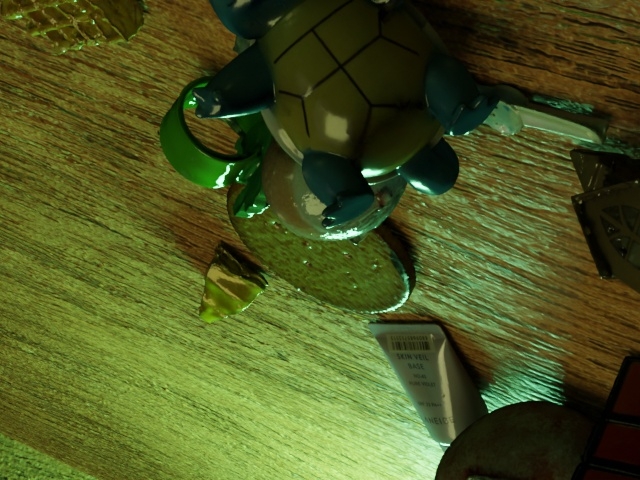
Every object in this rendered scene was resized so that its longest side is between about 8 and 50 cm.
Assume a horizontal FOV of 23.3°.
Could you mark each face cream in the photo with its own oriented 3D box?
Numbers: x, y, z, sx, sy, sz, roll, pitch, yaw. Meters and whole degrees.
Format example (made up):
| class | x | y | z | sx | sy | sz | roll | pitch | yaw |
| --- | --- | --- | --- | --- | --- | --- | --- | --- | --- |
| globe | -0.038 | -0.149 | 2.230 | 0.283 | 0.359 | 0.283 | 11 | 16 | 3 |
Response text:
| class | x | y | z | sx | sy | sz | roll | pitch | yaw |
| --- | --- | --- | --- | --- | --- | --- | --- | --- | --- |
| face cream | 0.187 | 0.231 | 2.392 | 0.154 | 0.096 | 0.274 | -1 | 127 | 50 |

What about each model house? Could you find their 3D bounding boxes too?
| class | x | y | z | sx | sy | sz | roll | pitch | yaw |
| --- | --- | --- | --- | --- | --- | --- | --- | --- | --- |
| model house | 0.351 | -0.061 | 1.656 | 0.248 | 0.180 | 0.176 | 41 | 125 | 46 |

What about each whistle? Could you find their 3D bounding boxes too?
| class | x | y | z | sx | sy | sz | roll | pitch | yaw |
| --- | --- | --- | --- | --- | --- | --- | --- | --- | --- |
| whistle | -0.001 | -0.132 | 1.843 | 0.189 | 0.189 | 0.348 | 6 | 132 | 40 |

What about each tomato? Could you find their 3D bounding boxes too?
| class | x | y | z | sx | sy | sz | roll | pitch | yaw |
| --- | --- | --- | --- | --- | --- | --- | --- | --- | --- |
| tomato | 0.317 | 0.393 | 2.269 | 0.316 | 0.317 | 0.282 | 31 | -177 | -1 |

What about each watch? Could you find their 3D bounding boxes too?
| class | x | y | z | sx | sy | sz | roll | pitch | yaw |
| --- | --- | --- | --- | --- | --- | --- | --- | --- | --- |
| watch | -0.125 | -0.126 | 1.984 | 0.152 | 0.165 | 0.131 | 20 | 146 | -20 |

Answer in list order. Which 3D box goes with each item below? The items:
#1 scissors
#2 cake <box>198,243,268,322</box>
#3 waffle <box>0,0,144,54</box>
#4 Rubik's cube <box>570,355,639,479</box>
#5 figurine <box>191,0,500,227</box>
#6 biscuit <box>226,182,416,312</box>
| class | x | y | z | sx | sy | sz | roll | pitch | yaw |
| --- | --- | --- | --- | --- | --- | --- | --- | --- | --- |
| scissors | 0.205 | -0.149 | 1.744 | 0.256 | 0.030 | 0.125 | 16 | 147 | 32 |
| cake | -0.171 | 0.072 | 2.483 | 0.116 | 0.080 | 0.185 | 41 | 157 | -25 |
| waffle | -0.363 | -0.335 | 1.984 | 0.219 | 0.057 | 0.229 | -3 | 138 | 49 |
| Rubik's cube | 0.514 | 0.355 | 2.029 | 0.293 | 0.283 | 0.288 | 9 | 145 | 40 |
| figurine | 0.042 | -0.180 | 1.658 | 0.298 | 0.243 | 0.416 | -35 | 117 | 14 |
| biscuit | 0.000 | 0.000 | 2.218 | 0.305 | 0.038 | 0.305 | 24 | 151 | 14 |
